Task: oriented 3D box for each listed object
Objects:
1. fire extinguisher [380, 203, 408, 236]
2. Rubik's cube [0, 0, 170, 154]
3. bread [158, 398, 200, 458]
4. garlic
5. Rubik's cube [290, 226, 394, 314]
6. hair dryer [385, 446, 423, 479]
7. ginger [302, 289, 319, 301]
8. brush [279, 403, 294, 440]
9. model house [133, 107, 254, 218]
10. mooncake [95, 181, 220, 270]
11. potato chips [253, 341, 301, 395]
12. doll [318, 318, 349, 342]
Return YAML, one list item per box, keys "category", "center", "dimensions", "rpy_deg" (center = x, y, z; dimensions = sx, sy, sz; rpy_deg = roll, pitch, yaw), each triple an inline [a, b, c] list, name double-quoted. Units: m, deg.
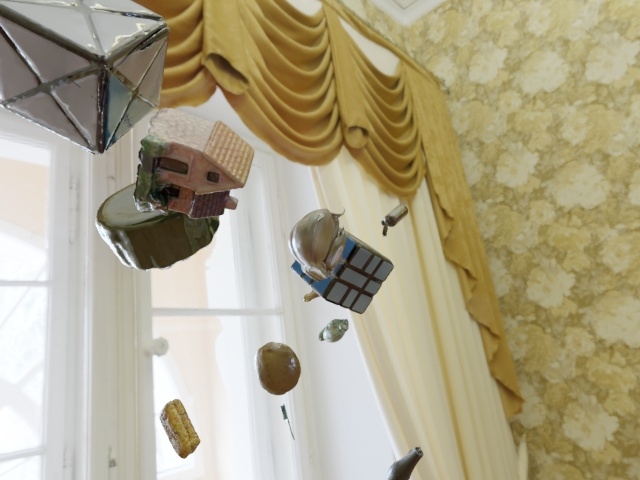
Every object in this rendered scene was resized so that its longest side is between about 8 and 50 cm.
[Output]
- category: "fire extinguisher"
  center: [0.395, -0.103, 2.363]
  dimensions: [0.075, 0.106, 0.252]
  rpy_deg: [-16, 15, 41]
- category: "Rubik's cube"
  center: [-0.605, -0.455, 1.139]
  dimensions: [0.310, 0.306, 0.305]
  rpy_deg: [27, -44, -5]
- category: "bread"
  center: [-0.538, 0.716, 1.675]
  dimensions: [0.083, 0.211, 0.113]
  rpy_deg: [-8, -42, -49]
- category: "garlic"
  center: [0.000, 0.000, 1.614]
  dimensions: [0.238, 0.291, 0.210]
  rpy_deg: [15, -10, -23]
- category: "Rubik's cube"
  center: [0.098, 0.114, 1.927]
  dimensions: [0.294, 0.283, 0.288]
  rpy_deg: [25, 8, -45]
- category: "hair dryer"
  center: [0.408, 0.979, 1.997]
  dimensions: [0.235, 0.091, 0.272]
  rpy_deg: [-58, -20, 19]
- category: "ginger"
  center: [-0.028, 0.285, 2.435]
  dimensions: [0.166, 0.067, 0.096]
  rpy_deg: [-17, 32, -16]
- category: "brush"
  center: [-0.164, 0.895, 2.168]
  dimensions: [0.030, 0.178, 0.033]
  rpy_deg: [-13, -23, -17]
- category: "model house"
  center: [-0.296, -0.158, 1.064]
  dimensions: [0.238, 0.202, 0.236]
  rpy_deg: [14, -59, -12]
- category: "mooncake"
  center: [-0.500, -0.067, 1.390]
  dimensions: [0.357, 0.356, 0.194]
  rpy_deg: [-8, -54, 4]
- category: "potato chips"
  center: [-0.174, 0.502, 1.708]
  dimensions: [0.196, 0.207, 0.062]
  rpy_deg: [10, -1, 8]
- category: "doll"
  center: [0.060, 0.378, 1.847]
  dimensions: [0.072, 0.103, 0.214]
  rpy_deg: [40, -35, -8]
